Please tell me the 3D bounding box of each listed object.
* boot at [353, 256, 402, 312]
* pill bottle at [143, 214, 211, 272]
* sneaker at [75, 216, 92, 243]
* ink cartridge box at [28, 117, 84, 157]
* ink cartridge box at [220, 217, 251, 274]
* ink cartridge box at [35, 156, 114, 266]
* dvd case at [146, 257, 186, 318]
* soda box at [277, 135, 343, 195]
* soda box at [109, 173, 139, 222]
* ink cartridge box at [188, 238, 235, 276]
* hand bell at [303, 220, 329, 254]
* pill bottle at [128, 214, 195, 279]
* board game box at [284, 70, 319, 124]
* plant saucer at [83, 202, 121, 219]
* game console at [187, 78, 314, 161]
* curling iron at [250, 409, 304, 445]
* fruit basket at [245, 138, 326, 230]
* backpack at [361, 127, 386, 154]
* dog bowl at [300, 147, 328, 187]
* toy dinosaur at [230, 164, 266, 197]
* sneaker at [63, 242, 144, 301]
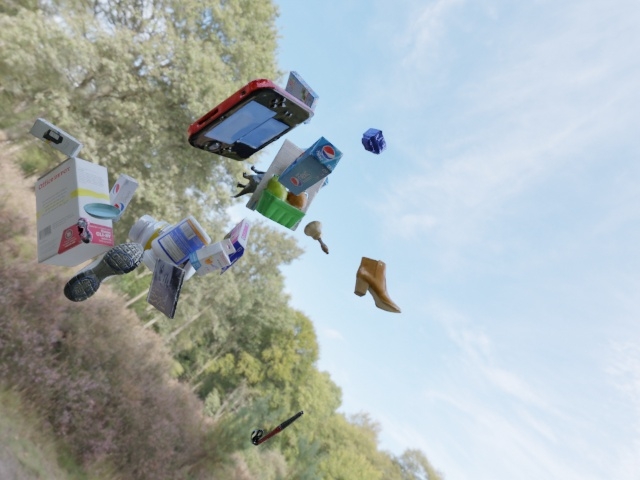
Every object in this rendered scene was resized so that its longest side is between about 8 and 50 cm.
[{"bbox_3d":[0.302,0.214,2.093,0.295,0.211,0.104,30,-27,-19],"label":"boot"},{"bbox_3d":[-0.627,0.025,1.849,0.152,0.272,0.152,51,-9,11],"label":"pill bottle"},{"bbox_3d":[-0.878,-0.028,1.580,0.057,0.047,0.119,-93,-169,-49],"label":"sneaker"},{"bbox_3d":[-1.099,-0.426,1.789,0.175,0.072,0.127,34,-2,-25],"label":"ink cartridge box"},{"bbox_3d":[-0.464,0.025,2.274,0.069,0.176,0.370,43,17,-23],"label":"ink cartridge box"},{"bbox_3d":[-1.037,-0.114,1.801,0.160,0.280,0.384,18,54,-61],"label":"ink cartridge box"},{"bbox_3d":[-0.533,0.158,1.465,0.018,0.164,0.221,15,-1,-42],"label":"dvd case"},{"bbox_3d":[-0.031,-0.186,1.102,0.071,0.067,0.210,38,-25,-16],"label":"soda box"},{"bbox_3d":[-0.932,-0.197,1.982,0.074,0.216,0.069,36,5,38],"label":"soda box"},{"bbox_3d":[-0.454,0.072,1.826,0.104,0.182,0.061,75,-10,-52],"label":"ink cartridge box"},{"bbox_3d":[0.000,0.000,2.577,0.126,0.126,0.242,77,-14,-45],"label":"hand bell"},{"bbox_3d":[-0.728,0.029,2.040,0.334,0.187,0.188,35,-22,-2],"label":"pill bottle"},{"bbox_3d":[-0.100,-0.702,2.104,0.211,0.039,0.160,53,-38,21],"label":"board game box"},{"bbox_3d":[-0.768,-0.100,1.507,0.119,0.119,0.021,35,-65,38],"label":"plant saucer"},{"bbox_3d":[-0.253,-0.419,1.564,0.342,0.387,0.060,12,56,-60],"label":"game console"},{"bbox_3d":[-0.199,0.853,1.963,0.068,0.274,0.035,64,-6,10],"label":"curling iron"},{"bbox_3d":[-0.147,-0.248,1.985,0.166,0.352,0.327,27,1,44],"label":"fruit basket"},{"bbox_3d":[0.264,-0.482,2.124,0.098,0.101,0.120,40,-13,51],"label":"backpack"},{"bbox_3d":[-0.030,-0.425,2.517,0.297,0.074,0.165,57,22,-48],"label":"dog bowl"},{"bbox_3d":[-0.310,-0.286,2.108,0.161,0.314,0.120,23,-58,32],"label":"toy dinosaur"},{"bbox_3d":[-0.773,0.096,1.520,0.129,0.297,0.110,6,-55,51],"label":"sneaker"}]
